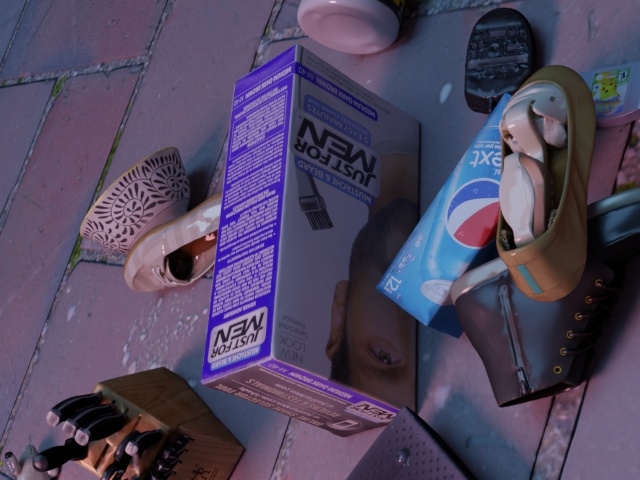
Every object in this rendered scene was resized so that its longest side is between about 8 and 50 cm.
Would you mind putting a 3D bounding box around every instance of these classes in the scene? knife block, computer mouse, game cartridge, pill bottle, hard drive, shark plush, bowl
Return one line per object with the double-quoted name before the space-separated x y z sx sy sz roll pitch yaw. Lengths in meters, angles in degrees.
"knife block" -0.219 0.198 1.213 0.088 0.242 0.276 -60 35 4
"computer mouse" 0.170 -0.114 1.096 0.071 0.041 0.242 1 72 27
"game cartridge" 0.258 -0.128 1.004 0.083 0.017 0.056 -5 69 51
"pill bottle" 0.051 -0.333 1.310 0.119 0.119 0.208 -9 62 49
"hard drive" 0.053 0.290 0.970 0.254 0.054 0.172 -57 35 9
"shark plush" -0.379 0.349 1.518 0.067 0.073 0.161 -49 55 53
"bowl" -0.224 -0.036 1.486 0.170 0.080 0.170 -44 -6 -6

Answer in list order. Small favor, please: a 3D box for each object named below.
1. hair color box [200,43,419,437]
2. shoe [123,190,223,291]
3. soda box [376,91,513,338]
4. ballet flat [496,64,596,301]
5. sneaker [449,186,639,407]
"hair color box" 0.000 0.000 1.107 0.110 0.185 0.339 -23 52 41
"shoe" -0.173 0.013 1.416 0.219 0.076 0.058 -35 39 32
"soda box" 0.144 -0.020 1.011 0.067 0.071 0.210 36 96 33
"ballet flat" 0.172 -0.064 0.885 0.080 0.073 0.232 -22 47 33
"sneaker" 0.219 0.046 0.908 0.222 0.083 0.118 -31 65 28
